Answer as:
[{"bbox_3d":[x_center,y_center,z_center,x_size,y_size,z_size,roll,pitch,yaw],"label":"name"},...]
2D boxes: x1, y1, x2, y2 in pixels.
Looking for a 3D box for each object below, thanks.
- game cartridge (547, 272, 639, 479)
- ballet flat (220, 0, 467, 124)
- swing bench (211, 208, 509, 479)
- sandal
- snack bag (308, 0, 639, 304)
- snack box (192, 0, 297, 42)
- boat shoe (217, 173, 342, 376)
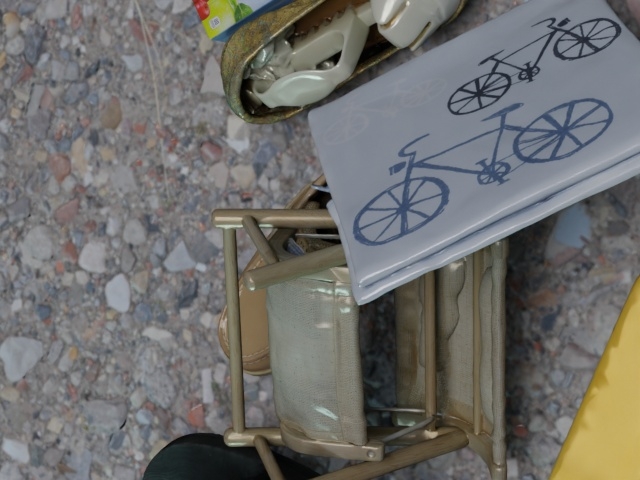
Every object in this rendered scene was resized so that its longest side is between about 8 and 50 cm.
[{"bbox_3d":[0.383,0.172,1.701,0.285,0.053,0.323,27,99,24],"label":"game cartridge"},{"bbox_3d":[0.044,-0.215,1.826,0.348,0.123,0.123,-28,78,26],"label":"ballet flat"},{"bbox_3d":[0.041,0.098,1.746,0.255,0.165,0.253,-7,114,-13],"label":"swing bench"},{"bbox_3d":[-0.047,0.296,1.806,0.446,0.107,0.167,8,119,45],"label":"sandal"},{"bbox_3d":[0.144,-0.101,1.663,0.323,0.342,0.037,-27,120,5],"label":"snack bag"},{"bbox_3d":[-0.072,-0.334,1.917,0.174,0.070,0.207,-28,78,24],"label":"snack box"},{"bbox_3d":[0.000,0.000,1.855,0.121,0.110,0.341,46,108,19],"label":"boat shoe"}]
